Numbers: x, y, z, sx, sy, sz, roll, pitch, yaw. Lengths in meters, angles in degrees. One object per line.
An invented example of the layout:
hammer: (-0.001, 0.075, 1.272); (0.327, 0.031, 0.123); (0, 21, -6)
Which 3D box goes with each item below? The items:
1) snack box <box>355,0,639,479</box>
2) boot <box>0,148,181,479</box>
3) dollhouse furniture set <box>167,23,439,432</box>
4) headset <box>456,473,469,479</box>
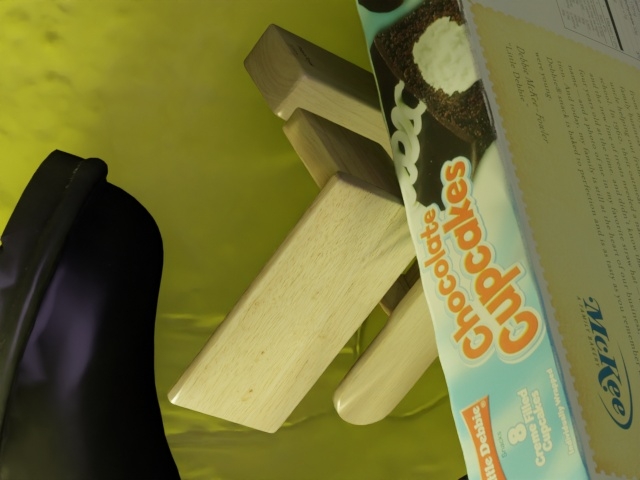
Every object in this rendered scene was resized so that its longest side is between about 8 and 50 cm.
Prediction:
snack box: (0.115, -0.023, 0.700); (0.187, 0.060, 0.321); (15, 52, -40)
boot: (-0.044, 0.145, 0.761); (0.260, 0.131, 0.347); (9, 101, -3)
dollhouse furniture set: (0.000, 0.000, 0.753); (0.144, 0.151, 0.123); (22, 114, -36)
headset: (0.145, 0.264, 0.653); (0.243, 0.185, 0.394); (1, 70, -16)
